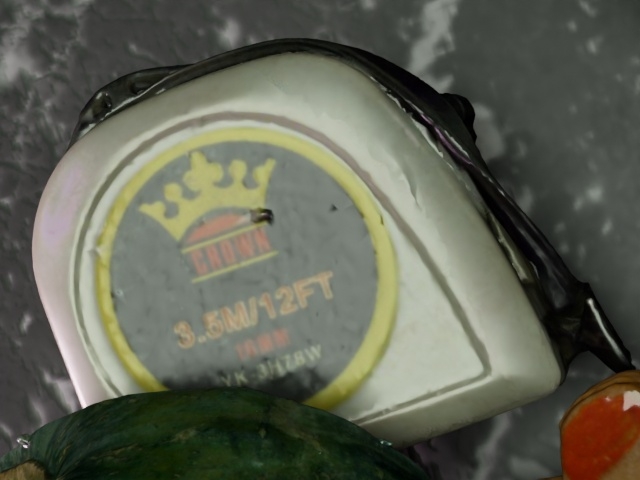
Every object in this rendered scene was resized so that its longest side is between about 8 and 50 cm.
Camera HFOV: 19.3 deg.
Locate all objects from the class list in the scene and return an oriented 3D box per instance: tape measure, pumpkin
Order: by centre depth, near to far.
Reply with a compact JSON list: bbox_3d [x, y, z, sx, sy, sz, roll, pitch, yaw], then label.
[{"bbox_3d":[-0.067,0.231,0.876,0.263,0.197,0.293,42,127,-19],"label":"pumpkin"},{"bbox_3d":[0.000,0.000,0.966,0.271,0.133,0.231,-19,89,12],"label":"tape measure"}]

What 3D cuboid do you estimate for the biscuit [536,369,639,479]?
[{"bbox_3d":[0.206,0.169,0.904,0.250,0.036,0.165,31,121,1],"label":"biscuit"}]
